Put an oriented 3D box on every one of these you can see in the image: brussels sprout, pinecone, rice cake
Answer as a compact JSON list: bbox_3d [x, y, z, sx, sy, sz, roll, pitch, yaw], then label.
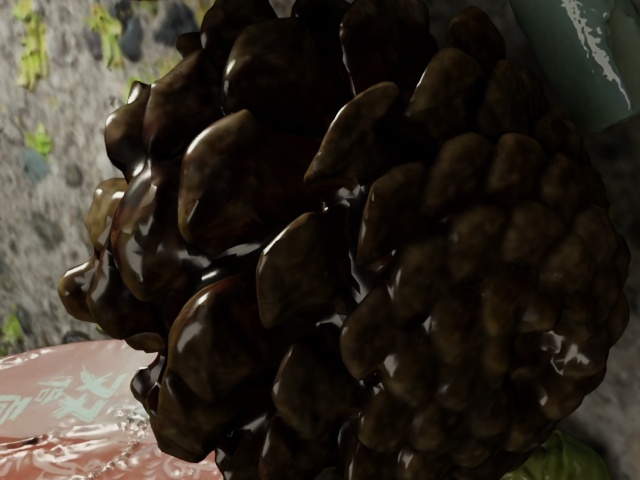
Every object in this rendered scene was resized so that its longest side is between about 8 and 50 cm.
[{"bbox_3d":[0.073,0.110,0.617,0.085,0.058,0.085,30,127,52],"label":"brussels sprout"},{"bbox_3d":[0.003,-0.003,0.541,0.204,0.179,0.184,45,119,36],"label":"pinecone"},{"bbox_3d":[0.066,-0.120,0.517,0.042,0.030,0.180,-26,92,44],"label":"rice cake"}]

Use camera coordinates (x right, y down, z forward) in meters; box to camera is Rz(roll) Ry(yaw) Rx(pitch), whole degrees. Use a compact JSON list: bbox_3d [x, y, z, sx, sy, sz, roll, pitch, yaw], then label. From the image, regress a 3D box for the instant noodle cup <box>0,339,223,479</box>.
[{"bbox_3d":[-0.111,0.203,0.722,0.243,0.243,0.231,14,126,40],"label":"instant noodle cup"}]
